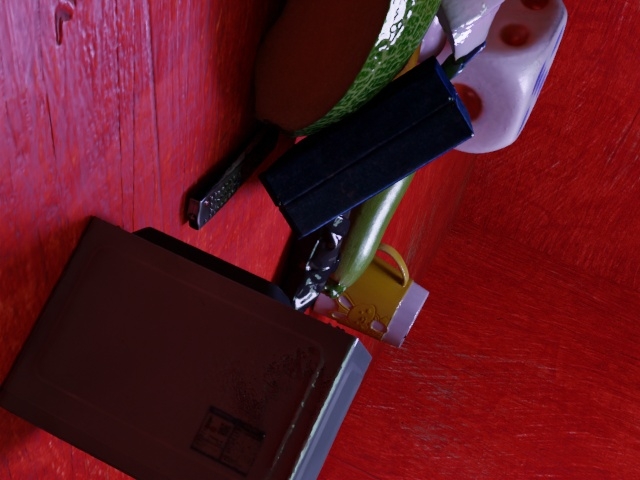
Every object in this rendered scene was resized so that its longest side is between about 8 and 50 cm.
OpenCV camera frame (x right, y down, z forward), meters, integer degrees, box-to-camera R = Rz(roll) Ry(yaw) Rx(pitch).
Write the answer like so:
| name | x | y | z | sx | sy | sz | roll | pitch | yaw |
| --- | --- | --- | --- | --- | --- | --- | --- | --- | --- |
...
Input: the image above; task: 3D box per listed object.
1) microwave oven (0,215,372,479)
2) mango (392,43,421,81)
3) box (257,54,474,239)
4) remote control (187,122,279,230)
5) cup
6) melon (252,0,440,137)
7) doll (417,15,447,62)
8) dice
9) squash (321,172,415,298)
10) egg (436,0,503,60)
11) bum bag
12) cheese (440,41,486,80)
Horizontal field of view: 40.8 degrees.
| name | x | y | z | sx | sy | sz | roll | pitch | yaw |
| --- | --- | --- | --- | --- | --- | --- | --- | --- | --- |
| microwave oven | -0.124 | 0.142 | 0.880 | 0.237 | 0.295 | 0.181 | -64 | 166 | -10 |
| mango | 0.093 | -0.328 | 1.306 | 0.221 | 0.120 | 0.151 | 82 | 21 | -53 |
| box | 0.073 | -0.136 | 1.192 | 0.261 | 0.116 | 0.279 | -30 | -172 | 14 |
| remote control | -0.110 | -0.092 | 1.120 | 0.212 | 0.028 | 0.059 | -53 | 165 | -43 |
| cup | 0.122 | 0.107 | 1.918 | 0.185 | 0.226 | 0.241 | -51 | 168 | -49 |
| melon | 0.042 | -0.295 | 1.048 | 0.331 | 0.226 | 0.343 | -103 | -161 | -68 |
| doll | 0.151 | -0.342 | 1.563 | 0.365 | 0.094 | 0.160 | -57 | 161 | -33 |
| dice | 0.365 | -0.397 | 1.911 | 0.304 | 0.277 | 0.304 | -57 | 161 | -31 |
| squash | 0.101 | -0.060 | 1.810 | 0.395 | 0.107 | 0.107 | -62 | 166 | -3 |
| egg | 0.217 | -0.418 | 1.309 | 0.271 | 0.162 | 0.206 | -109 | 174 | -65 |
| bum bag | 0.000 | 0.000 | 1.562 | 0.144 | 0.095 | 0.340 | -74 | -175 | -74 |
| cheese | 0.193 | -0.274 | 1.655 | 0.320 | 0.083 | 0.204 | -42 | -160 | 18 |
